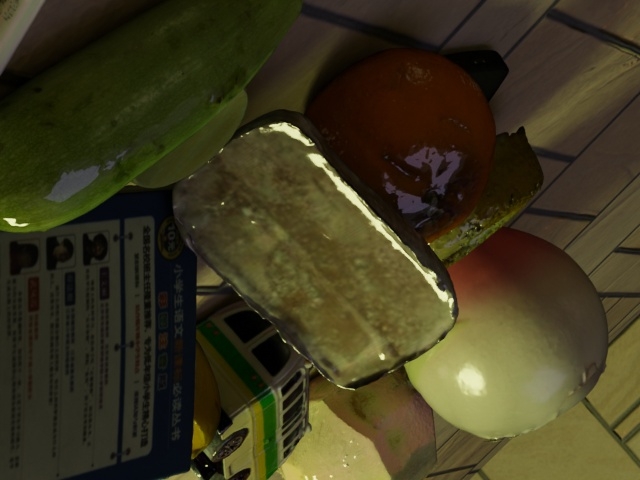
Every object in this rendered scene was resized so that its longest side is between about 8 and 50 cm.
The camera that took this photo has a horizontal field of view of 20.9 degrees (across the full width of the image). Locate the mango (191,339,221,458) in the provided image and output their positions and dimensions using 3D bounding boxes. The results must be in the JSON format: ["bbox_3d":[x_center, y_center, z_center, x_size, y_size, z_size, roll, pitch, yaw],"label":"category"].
[{"bbox_3d":[-0.187,0.136,1.853,0.130,0.167,0.262,-22,147,-4],"label":"mango"}]

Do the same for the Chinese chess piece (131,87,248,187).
[{"bbox_3d":[-0.133,-0.114,1.571,0.144,0.058,0.144,-37,160,-16],"label":"Chinese chess piece"}]

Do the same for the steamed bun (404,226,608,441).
[{"bbox_3d":[0.245,0.103,2.441,0.309,0.309,0.309,-35,159,-15],"label":"steamed bun"}]

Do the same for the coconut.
[{"bbox_3d":[0.044,0.292,2.533,0.245,0.233,0.233,-30,159,-46],"label":"coconut"}]

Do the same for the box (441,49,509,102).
[{"bbox_3d":[0.119,-0.137,1.993,0.212,0.042,0.201,-16,149,-48],"label":"box"}]

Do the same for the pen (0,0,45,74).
[{"bbox_3d":[-0.268,-0.125,1.343,0.033,0.033,0.269,-11,145,-53],"label":"pen"}]

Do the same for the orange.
[{"bbox_3d":[0.080,-0.091,1.805,0.224,0.170,0.224,-21,139,-19],"label":"orange"}]

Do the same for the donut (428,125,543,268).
[{"bbox_3d":[0.163,-0.033,2.131,0.272,0.107,0.272,-32,174,-4],"label":"donut"}]

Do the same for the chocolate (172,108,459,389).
[{"bbox_3d":[0.000,0.000,1.710,0.185,0.303,0.100,-30,-153,31],"label":"chocolate"}]

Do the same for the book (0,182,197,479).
[{"bbox_3d":[-0.254,0.104,1.579,0.428,0.039,0.300,-6,101,-56],"label":"book"}]

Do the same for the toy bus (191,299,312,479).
[{"bbox_3d":[-0.104,0.201,2.163,0.179,0.143,0.305,-36,158,-18],"label":"toy bus"}]

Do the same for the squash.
[{"bbox_3d":[-0.138,-0.129,1.440,0.370,0.118,0.118,-35,160,-20],"label":"squash"}]
